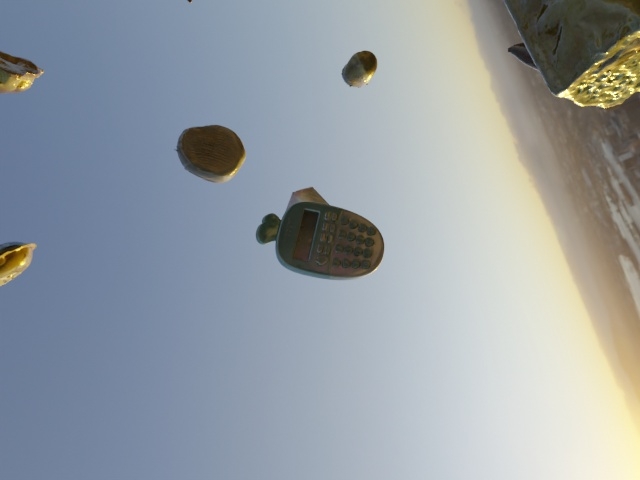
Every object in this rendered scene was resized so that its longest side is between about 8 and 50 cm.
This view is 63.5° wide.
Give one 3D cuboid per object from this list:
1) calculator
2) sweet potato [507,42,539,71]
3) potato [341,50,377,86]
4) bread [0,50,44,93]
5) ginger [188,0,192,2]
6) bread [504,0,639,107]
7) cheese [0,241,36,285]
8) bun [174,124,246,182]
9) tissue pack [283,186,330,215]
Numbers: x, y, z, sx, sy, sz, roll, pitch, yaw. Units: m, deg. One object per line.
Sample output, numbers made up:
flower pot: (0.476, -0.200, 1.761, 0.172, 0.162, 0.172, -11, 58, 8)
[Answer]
calculator: (0.000, 0.000, 1.186, 0.042, 0.295, 0.184, 99, -176, -64)
sweet potato: (0.620, -0.443, 1.234, 0.079, 0.346, 0.108, -51, -55, -31)
potato: (0.111, -0.487, 1.483, 0.138, 0.091, 0.070, 151, 119, -73)
bread: (-0.814, -0.431, 1.316, 0.160, 0.088, 0.233, 24, -161, -16)
ginger: (-0.170, -0.522, 0.743, 0.107, 0.133, 0.309, 15, -94, -48)
bread: (0.397, -0.329, 0.743, 0.238, 0.196, 0.252, 120, 135, -70)
cheese: (-0.774, 0.066, 1.266, 0.177, 0.270, 0.069, -39, -84, -23)
bun: (-0.288, -0.220, 1.351, 0.173, 0.113, 0.166, 38, -118, 4)
tissue pack: (-0.019, -0.046, 1.980, 0.124, 0.201, 0.271, -13, -129, -41)
